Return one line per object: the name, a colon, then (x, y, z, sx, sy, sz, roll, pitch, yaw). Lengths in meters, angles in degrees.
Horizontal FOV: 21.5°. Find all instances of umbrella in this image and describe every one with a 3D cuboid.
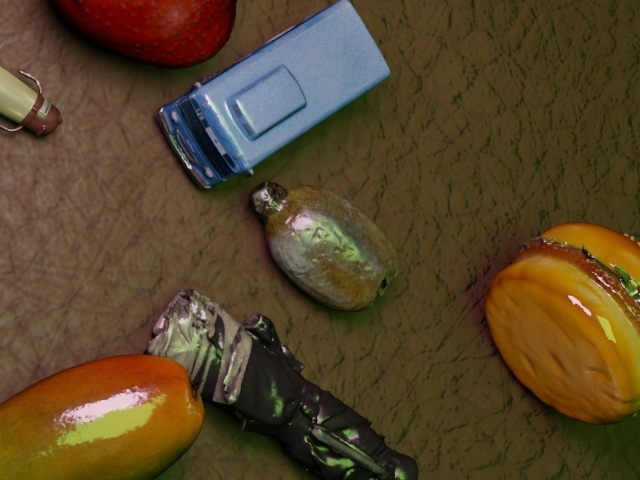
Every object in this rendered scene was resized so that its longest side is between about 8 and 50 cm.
umbrella: (-0.030, 0.178, 1.845, 0.357, 0.106, 0.113, 36, 66, -18)

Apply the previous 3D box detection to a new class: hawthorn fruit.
hawthorn fruit: (-0.207, -0.303, 1.770, 0.266, 0.210, 0.230, 7, 84, -13)

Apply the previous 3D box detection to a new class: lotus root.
lotus root: (0.000, 0.000, 1.893, 0.192, 0.088, 0.113, 40, 75, -16)

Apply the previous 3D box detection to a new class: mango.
mango: (-0.257, 0.206, 1.712, 0.289, 0.129, 0.146, -20, 131, -20)

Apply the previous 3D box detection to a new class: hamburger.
hamburger: (0.321, 0.088, 1.963, 0.170, 0.246, 0.246, -42, 102, -26)

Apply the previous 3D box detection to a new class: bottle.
bottle: (-0.320, -0.144, 1.780, 0.101, 0.047, 0.063, 33, 107, -23)

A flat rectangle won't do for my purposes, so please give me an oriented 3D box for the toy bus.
toy bus: (-0.051, -0.162, 1.862, 0.234, 0.133, 0.116, -35, 100, -26)
